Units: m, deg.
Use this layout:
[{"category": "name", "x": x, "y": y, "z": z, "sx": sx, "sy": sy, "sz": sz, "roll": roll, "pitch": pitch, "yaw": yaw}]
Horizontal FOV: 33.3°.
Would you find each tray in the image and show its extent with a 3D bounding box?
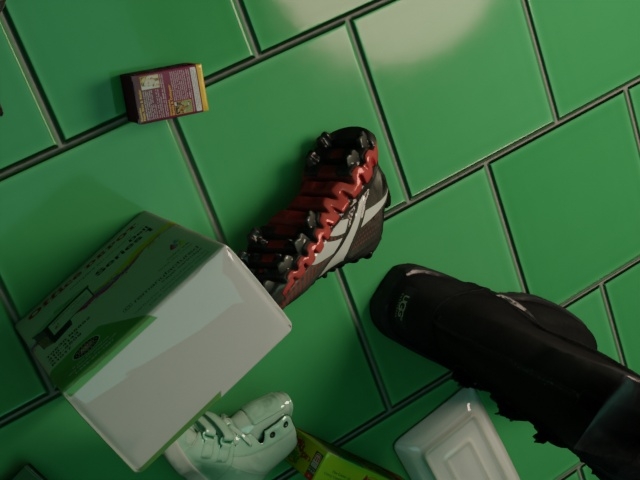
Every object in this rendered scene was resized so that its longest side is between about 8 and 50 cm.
[{"category": "tray", "x": 0.214, "y": 0.344, "z": 1.488, "sx": 0.145, "sy": 0.030, "sz": 0.270, "roll": -35, "pitch": 114, "yaw": -16}]

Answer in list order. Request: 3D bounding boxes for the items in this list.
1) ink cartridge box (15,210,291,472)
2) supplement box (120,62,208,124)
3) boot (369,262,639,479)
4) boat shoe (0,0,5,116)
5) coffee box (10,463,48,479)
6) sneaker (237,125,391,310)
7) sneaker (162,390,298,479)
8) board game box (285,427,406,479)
[{"category": "ink cartridge box", "x": -0.182, "y": 0.088, "z": 1.094, "sx": 0.201, "sy": 0.278, "sz": 0.117, "roll": -43, "pitch": 113, "yaw": -13}, {"category": "supplement box", "x": -0.172, "y": -0.163, "z": 1.179, "sx": 0.083, "sy": 0.043, "sz": 0.055, "roll": -14, "pitch": 107, "yaw": -25}, {"category": "boot", "x": 0.308, "y": 0.167, "z": 1.262, "sx": 0.367, "sy": 0.445, "sz": 0.146, "roll": 15, "pitch": 93, "yaw": -29}, {"category": "boat shoe", "x": -0.346, "y": -0.258, "z": 1.026, "sx": 0.119, "sy": 0.121, "sz": 0.335, "roll": -16, "pitch": 105, "yaw": -19}, {"category": "coffee box", "x": -0.345, "y": 0.350, "z": 1.175, "sx": 0.113, "sy": 0.040, "sz": 0.184, "roll": 41, "pitch": 79, "yaw": 1}, {"category": "sneaker", "x": 0.000, "y": 0.000, "z": 1.245, "sx": 0.276, "sy": 0.097, "sz": 0.135, "roll": -56, "pitch": 133, "yaw": -28}, {"category": "sneaker", "x": -0.116, "y": 0.203, "z": 1.227, "sx": 0.151, "sy": 0.094, "sz": 0.256, "roll": -43, "pitch": 141, "yaw": -9}, {"category": "board game box", "x": 0.048, "y": 0.302, "z": 1.359, "sx": 0.181, "sy": 0.092, "sz": 0.043, "roll": 30, "pitch": 85, "yaw": -28}]
